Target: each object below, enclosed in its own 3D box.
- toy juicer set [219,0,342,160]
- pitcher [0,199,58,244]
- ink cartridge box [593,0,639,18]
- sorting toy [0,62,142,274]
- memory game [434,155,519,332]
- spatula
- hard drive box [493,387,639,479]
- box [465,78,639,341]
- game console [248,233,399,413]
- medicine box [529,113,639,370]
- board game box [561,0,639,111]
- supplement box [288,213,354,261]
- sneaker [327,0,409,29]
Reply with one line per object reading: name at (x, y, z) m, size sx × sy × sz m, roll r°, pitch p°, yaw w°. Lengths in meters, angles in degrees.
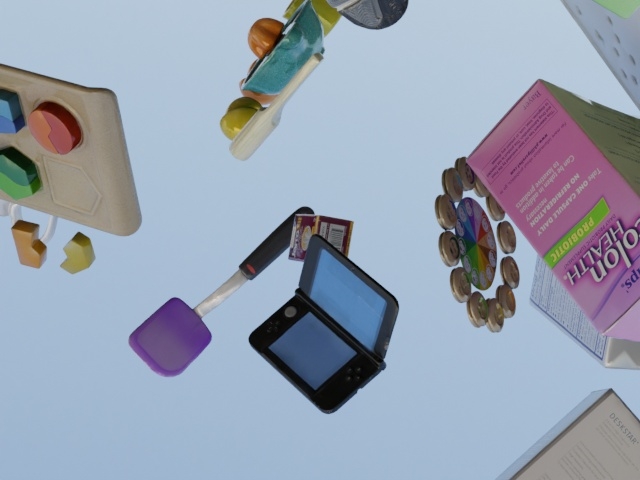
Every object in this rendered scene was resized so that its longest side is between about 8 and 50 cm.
toy juicer set at (-0.069, -0.203, 1.898) m, size 0.089 × 0.209 × 0.329 m, roll 36°, pitch -160°, yaw -9°
pitcher at (-0.391, -0.096, 2.190) m, size 0.178 × 0.207 × 0.125 m, roll 56°, pitch -143°, yaw -7°
ink cartridge box at (0.128, -0.329, 1.089) m, size 0.353 × 0.207 × 0.119 m, roll 29°, pitch -124°, yaw -8°
sorting toy at (-0.323, -0.069, 1.848) m, size 0.229 × 0.307 × 0.041 m, roll 13°, pitch -136°, yaw 21°
memory game at (0.164, 0.004, 1.617) m, size 0.012 × 0.186 × 0.186 m, roll -12°, pitch -161°, yaw 29°
spatula at (-0.118, 0.060, 2.048) m, size 0.084 × 0.296 × 0.030 m, roll 49°, pitch 175°, yaw -9°
hard drive box at (0.295, 0.311, 1.783) m, size 0.232 × 0.089 × 0.181 m, roll -39°, pitch -93°, yaw -9°
box at (0.301, -0.021, 1.565) m, size 0.213 × 0.117 × 0.243 m, roll 12°, pitch -144°, yaw -51°
game console at (0.000, 0.074, 1.409) m, size 0.107 × 0.071 × 0.122 m, roll -40°, pitch -127°, yaw -14°
medicine box at (0.380, -0.006, 1.896) m, size 0.149 × 0.264 × 0.289 m, roll 6°, pitch -168°, yaw -12°
board game box at (0.269, -0.362, 1.635) m, size 0.050 × 0.390 × 0.390 m, roll -29°, pitch -112°, yaw -4°
supplement box at (0.000, 0.000, 1.722) m, size 0.043 × 0.055 × 0.083 m, roll 9°, pitch 178°, yaw -19°
sneaker at (0.013, -0.319, 1.518) m, size 0.086 × 0.229 × 0.132 m, roll -28°, pitch -152°, yaw 23°
